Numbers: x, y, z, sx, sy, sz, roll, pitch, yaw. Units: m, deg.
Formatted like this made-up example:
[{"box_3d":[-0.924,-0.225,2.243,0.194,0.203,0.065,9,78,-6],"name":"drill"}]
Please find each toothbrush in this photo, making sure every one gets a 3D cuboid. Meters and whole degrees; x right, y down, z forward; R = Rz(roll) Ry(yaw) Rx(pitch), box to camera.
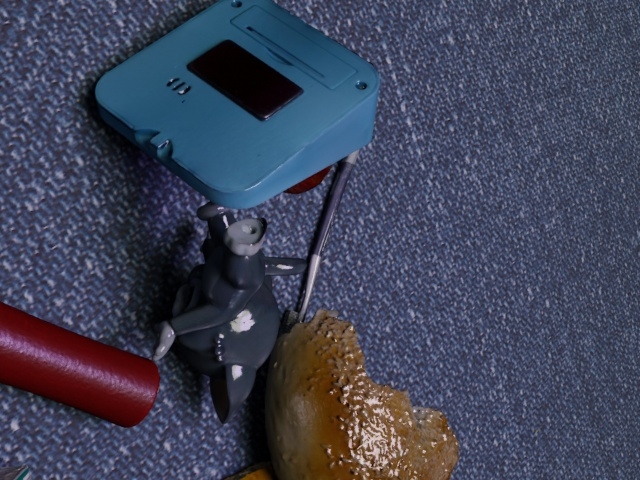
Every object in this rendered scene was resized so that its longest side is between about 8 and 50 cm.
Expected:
[{"box_3d":[0.000,0.000,1.353,0.026,0.024,0.288,28,69,-25],"name":"toothbrush"}]

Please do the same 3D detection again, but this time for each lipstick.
[{"box_3d":[-0.270,0.119,1.042,0.241,0.080,0.080,31,67,-39],"name":"lipstick"}]

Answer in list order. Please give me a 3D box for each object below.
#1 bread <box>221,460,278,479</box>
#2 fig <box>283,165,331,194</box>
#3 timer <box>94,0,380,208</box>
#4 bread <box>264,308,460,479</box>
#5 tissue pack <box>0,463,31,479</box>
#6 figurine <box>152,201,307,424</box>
[{"box_3d":[-0.098,0.343,1.221,0.154,0.054,0.136,-12,100,-42],"name":"bread"},{"box_3d":[-0.045,-0.133,1.278,0.119,0.119,0.153,30,25,-40],"name":"fig"},{"box_3d":[-0.089,-0.143,1.147,0.250,0.232,0.091,-37,152,-31],"name":"timer"},{"box_3d":[0.042,0.252,1.267,0.314,0.171,0.192,59,40,-23],"name":"bread"},{"box_3d":[-0.312,0.284,0.999,0.085,0.079,0.111,-56,135,-75],"name":"tissue pack"},{"box_3d":[-0.092,0.048,1.137,0.140,0.265,0.193,19,47,-19],"name":"figurine"}]
